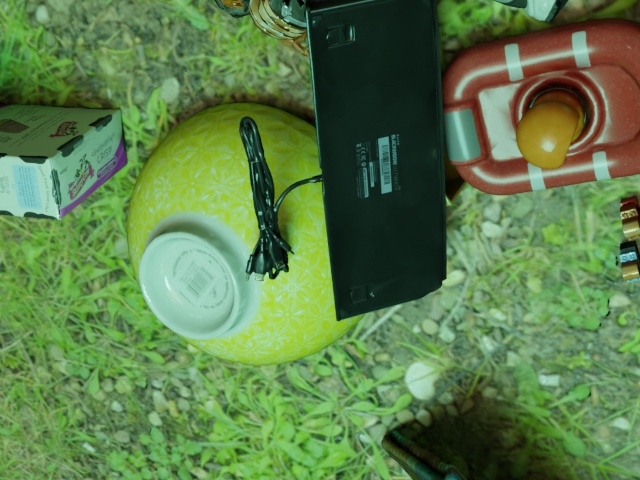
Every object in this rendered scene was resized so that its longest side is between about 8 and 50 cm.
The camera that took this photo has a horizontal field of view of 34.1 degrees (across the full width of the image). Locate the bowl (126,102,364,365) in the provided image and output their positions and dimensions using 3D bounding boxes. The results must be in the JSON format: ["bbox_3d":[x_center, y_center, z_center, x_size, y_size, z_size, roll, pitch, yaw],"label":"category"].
[{"bbox_3d":[-0.097,0.017,1.070,0.289,0.156,0.289,11,116,23],"label":"bowl"}]

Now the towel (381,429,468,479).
[{"bbox_3d":[0.223,0.353,1.105,0.040,0.271,0.370,-44,95,-9],"label":"towel"}]

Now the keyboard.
[{"bbox_3d":[0.017,-0.065,0.944,0.202,0.033,0.317,-14,120,-14],"label":"keyboard"}]

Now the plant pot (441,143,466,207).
[{"bbox_3d":[0.089,-0.071,1.040,0.083,0.081,0.081,-23,105,33],"label":"plant pot"}]

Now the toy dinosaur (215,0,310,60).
[{"bbox_3d":[-0.008,-0.260,0.971,0.322,0.164,0.218,33,136,-24],"label":"toy dinosaur"}]

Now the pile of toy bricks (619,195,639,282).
[{"bbox_3d":[0.354,0.049,0.992,0.118,0.105,0.212,-16,108,23],"label":"pile of toy bricks"}]

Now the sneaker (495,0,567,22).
[{"bbox_3d":[0.187,-0.326,0.881,0.108,0.100,0.271,19,118,15],"label":"sneaker"}]

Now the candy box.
[{"bbox_3d":[-0.349,-0.091,1.122,0.233,0.159,0.071,4,116,16],"label":"candy box"}]

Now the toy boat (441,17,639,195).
[{"bbox_3d":[0.214,-0.109,0.938,0.231,0.151,0.151,-9,111,21],"label":"toy boat"}]
